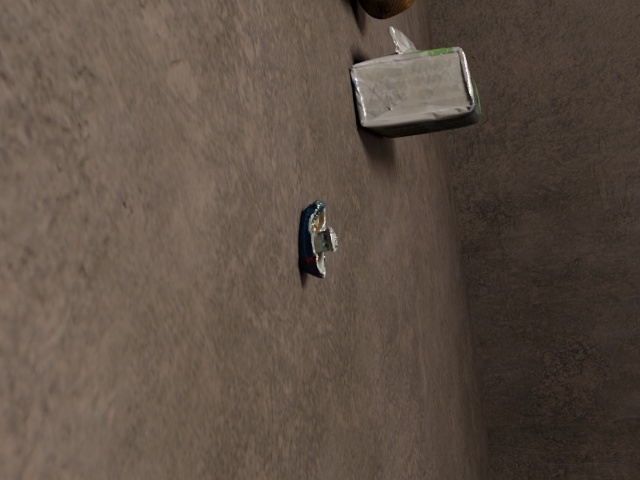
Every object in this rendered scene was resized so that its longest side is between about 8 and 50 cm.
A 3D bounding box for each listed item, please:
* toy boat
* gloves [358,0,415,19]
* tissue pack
[{"bbox_3d":[0.000,0.000,0.755,0.038,0.038,0.083,63,23,-54],"label":"toy boat"},{"bbox_3d":[0.078,-0.415,1.059,0.331,0.141,0.154,68,44,-75],"label":"gloves"},{"bbox_3d":[0.143,-0.234,1.179,0.229,0.159,0.145,-17,100,-76],"label":"tissue pack"}]
